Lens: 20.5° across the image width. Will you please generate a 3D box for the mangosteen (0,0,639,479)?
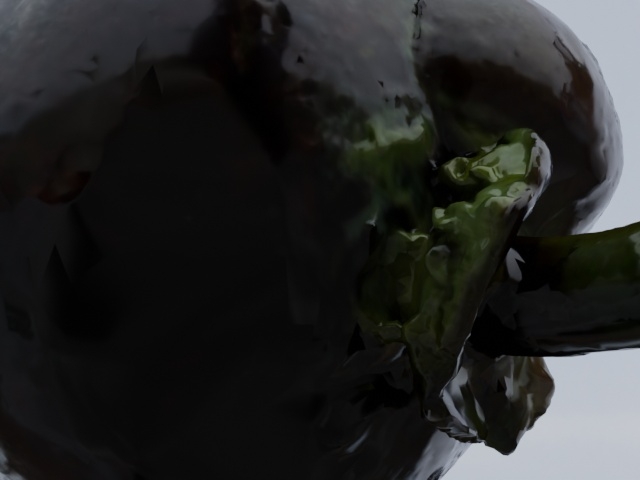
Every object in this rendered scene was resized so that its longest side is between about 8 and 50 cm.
[{"bbox_3d":[0.000,0.000,0.561,0.289,0.231,0.231,8,-40,46],"label":"mangosteen"}]
